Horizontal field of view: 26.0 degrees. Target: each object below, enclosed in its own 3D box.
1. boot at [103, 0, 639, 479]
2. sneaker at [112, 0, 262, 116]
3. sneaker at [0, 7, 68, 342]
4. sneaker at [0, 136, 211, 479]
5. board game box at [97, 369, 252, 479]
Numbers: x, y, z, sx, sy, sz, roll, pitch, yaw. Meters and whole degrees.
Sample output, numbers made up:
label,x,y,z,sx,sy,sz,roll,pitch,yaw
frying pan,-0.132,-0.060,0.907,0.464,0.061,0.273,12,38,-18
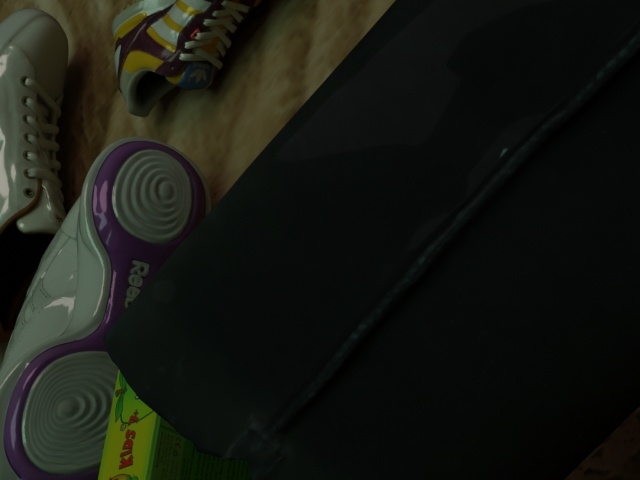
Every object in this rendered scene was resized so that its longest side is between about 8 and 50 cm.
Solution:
label,x,y,z,sx,sy,sz,roll,pitch,yaw
boot,0.156,0.018,0.541,0.445,0.146,0.367,-46,74,25
sneaker,-0.082,-0.155,1.007,0.185,0.070,0.083,-29,60,42
sneaker,-0.235,-0.048,1.108,0.123,0.106,0.290,9,72,22
sneaker,-0.152,0.084,0.918,0.152,0.114,0.305,-46,23,54
board game box,-0.075,0.143,0.755,0.043,0.092,0.181,-15,57,41
